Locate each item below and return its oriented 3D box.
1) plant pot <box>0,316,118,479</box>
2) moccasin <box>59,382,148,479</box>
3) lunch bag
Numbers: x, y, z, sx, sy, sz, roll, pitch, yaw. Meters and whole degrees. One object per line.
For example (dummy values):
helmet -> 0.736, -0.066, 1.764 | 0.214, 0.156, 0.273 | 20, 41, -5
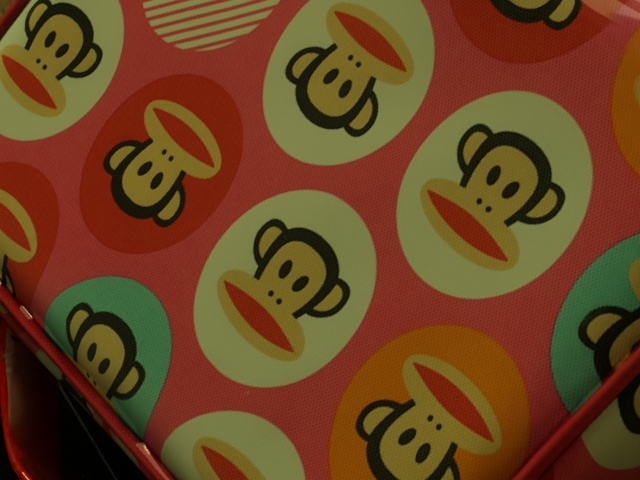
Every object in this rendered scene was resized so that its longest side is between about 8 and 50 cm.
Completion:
plant pot -> -0.198, 0.116, 0.773 | 0.167, 0.187, 0.188 | -34, 13, -24
moccasin -> 0.086, 0.034, 0.741 | 0.380, 0.139, 0.147 | -13, 10, 25
lunch bag -> 0.000, 0.000, 0.620 | 0.258, 0.293, 0.120 | -47, -35, 5
